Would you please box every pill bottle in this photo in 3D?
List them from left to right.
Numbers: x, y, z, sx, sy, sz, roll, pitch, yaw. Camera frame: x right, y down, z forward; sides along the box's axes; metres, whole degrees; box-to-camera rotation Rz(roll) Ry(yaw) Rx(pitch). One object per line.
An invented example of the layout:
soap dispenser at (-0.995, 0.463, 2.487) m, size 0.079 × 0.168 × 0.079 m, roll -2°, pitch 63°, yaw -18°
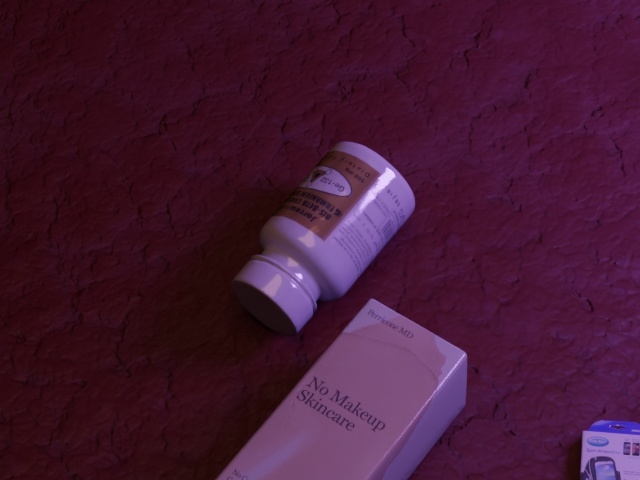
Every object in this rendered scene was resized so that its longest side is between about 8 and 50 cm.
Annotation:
pill bottle at (0.000, 0.000, 1.961) m, size 0.131 × 0.131 × 0.229 m, roll 32°, pitch 68°, yaw 22°

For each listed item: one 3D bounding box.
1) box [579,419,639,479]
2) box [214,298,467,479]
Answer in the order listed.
box at (0.336, 0.272, 1.830) m, size 0.081 × 0.028 × 0.136 m, roll 4°, pitch 59°, yaw 9°
box at (0.024, 0.231, 1.812) m, size 0.148 × 0.121 × 0.311 m, roll 28°, pitch 60°, yaw 21°
